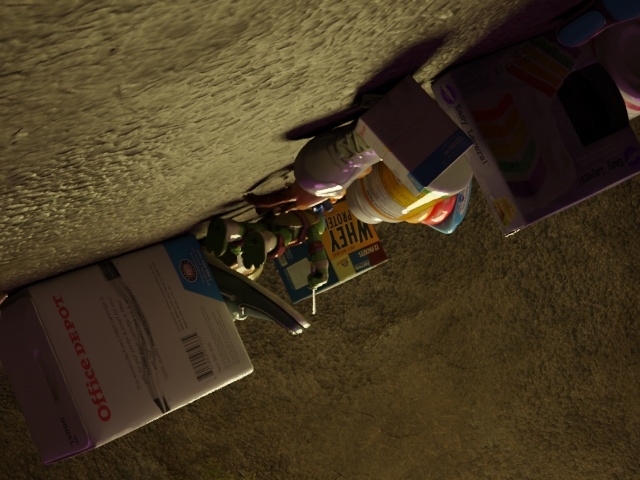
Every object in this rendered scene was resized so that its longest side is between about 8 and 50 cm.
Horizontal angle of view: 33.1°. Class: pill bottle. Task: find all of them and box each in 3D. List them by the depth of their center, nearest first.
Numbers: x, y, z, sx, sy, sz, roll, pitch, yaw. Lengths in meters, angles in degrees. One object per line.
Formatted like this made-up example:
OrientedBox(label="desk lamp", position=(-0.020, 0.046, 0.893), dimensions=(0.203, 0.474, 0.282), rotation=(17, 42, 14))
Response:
OrientedBox(label="pill bottle", position=(0.423, -0.245, 1.743), dimensions=(0.160, 0.160, 0.283), rotation=(-22, 176, -32))
OrientedBox(label="pill bottle", position=(0.149, -0.111, 1.915), dimensions=(0.136, 0.136, 0.246), rotation=(-22, 176, -34))

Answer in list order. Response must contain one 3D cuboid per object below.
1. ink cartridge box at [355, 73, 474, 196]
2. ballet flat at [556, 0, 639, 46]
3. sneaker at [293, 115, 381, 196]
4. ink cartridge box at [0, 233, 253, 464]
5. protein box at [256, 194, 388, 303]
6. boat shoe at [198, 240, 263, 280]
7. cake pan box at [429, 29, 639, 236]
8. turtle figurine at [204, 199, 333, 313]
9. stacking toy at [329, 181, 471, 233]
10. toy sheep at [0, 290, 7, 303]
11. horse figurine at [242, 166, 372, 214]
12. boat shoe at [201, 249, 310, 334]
OrientedBox(label="ink cartridge box", position=(0.115, -0.143, 1.411), dimensions=(0.090, 0.143, 0.092), rotation=(-42, 178, -5))
OrientedBox(label="ballet flat", position=(0.384, -0.314, 1.430), dimensions=(0.168, 0.057, 0.052), rotation=(-22, -153, 44))
OrientedBox(label="sneaker", position=(0.061, -0.144, 1.517), dimensions=(0.232, 0.090, 0.115), rotation=(-33, 175, -31))
OrientedBox(label="ink cartridge box", position=(-0.350, 0.183, 1.905), dimensions=(0.166, 0.285, 0.395), rotation=(-26, 176, 40))
OrientedBox(label="protein box", position=(0.000, 0.000, 2.264), dimensions=(0.136, 0.200, 0.201), rotation=(-22, 176, -35))
OrientedBox(label="boat shoe", position=(-0.255, 0.055, 2.231), dimensions=(0.324, 0.122, 0.120), rotation=(-25, 148, -34))
OrientedBox(label="cake pan box", position=(0.321, -0.164, 1.544), dimensions=(0.267, 0.246, 0.070), rotation=(-22, 177, -27))
OrientedBox(label="turtle figurine", position=(-0.093, 0.037, 2.039), dimensions=(0.274, 0.198, 0.266), rotation=(-46, 158, 25))
OrientedBox(label="stacking toy", position=(0.132, -0.109, 2.112), dimensions=(0.302, 0.175, 0.166), rotation=(-1, -160, -31))
OrientedBox(label="toy sheep", position=(-0.466, 0.096, 1.424), dimensions=(0.091, 0.091, 0.132), rotation=(-25, -178, 7))
OrientedBox(label="horse figurine", position=(0.006, -0.105, 1.813), dimensions=(0.263, 0.066, 0.174), rotation=(-26, -175, -18))
OrientedBox(label="boat shoe", position=(-0.162, 0.114, 2.069), dimensions=(0.099, 0.319, 0.116), rotation=(-58, 155, -6))
